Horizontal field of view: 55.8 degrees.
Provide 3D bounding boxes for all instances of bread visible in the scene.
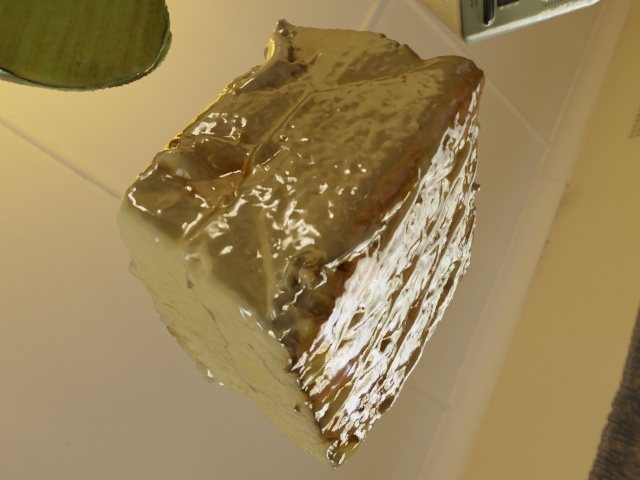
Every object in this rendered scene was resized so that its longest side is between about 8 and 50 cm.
[{"bbox_3d":[0.000,0.000,0.703,0.390,0.279,0.371,-56,-30,-27],"label":"bread"},{"bbox_3d":[-0.312,-0.287,0.686,0.301,0.045,0.301,15,-122,-26],"label":"bread"}]

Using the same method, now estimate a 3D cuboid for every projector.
[{"bbox_3d":[0.196,-0.356,0.709,0.177,0.242,0.163,-17,-46,-3],"label":"projector"}]
